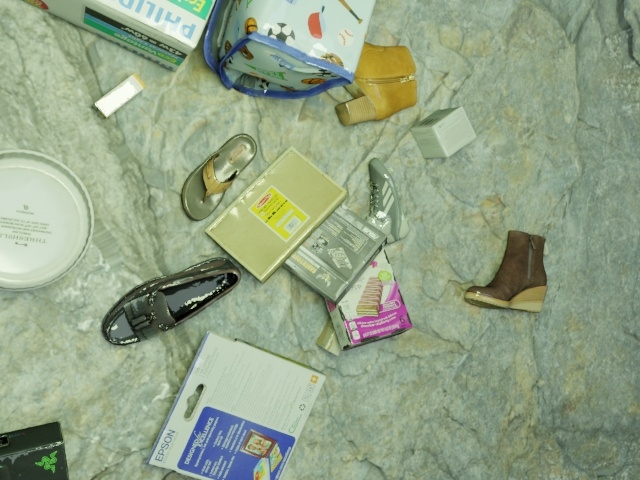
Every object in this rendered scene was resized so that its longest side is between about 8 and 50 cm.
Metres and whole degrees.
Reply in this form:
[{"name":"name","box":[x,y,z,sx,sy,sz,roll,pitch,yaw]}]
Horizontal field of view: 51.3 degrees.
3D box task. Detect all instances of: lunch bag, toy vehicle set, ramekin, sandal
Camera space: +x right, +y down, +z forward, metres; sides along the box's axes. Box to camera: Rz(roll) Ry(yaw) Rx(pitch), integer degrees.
[{"name":"lunch bag","box":[-0.062,-0.451,1.257,0.239,0.385,0.327,20,87,-21]},{"name":"toy vehicle set","box":[-0.092,-0.057,1.418,0.166,0.035,0.267,42,79,15]},{"name":"ramekin","box":[-0.551,-0.034,1.221,0.273,0.127,0.272,-2,95,-24]},{"name":"sandal","box":[-0.208,-0.137,1.400,0.219,0.060,0.090,-48,111,-13]}]

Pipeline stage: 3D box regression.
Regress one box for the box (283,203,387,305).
[{"name":"box","box":[0.000,0.000,1.446,0.231,0.056,0.183,36,78,12]}]

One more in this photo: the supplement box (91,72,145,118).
[{"name":"supplement box","box":[-0.395,-0.281,1.302,0.098,0.062,0.036,-43,111,-15]}]

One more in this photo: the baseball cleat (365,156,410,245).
[{"name":"baseball cleat","box":[0.139,-0.086,1.555,0.110,0.072,0.205,-28,102,-13]}]

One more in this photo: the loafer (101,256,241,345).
[{"name":"loafer","box":[-0.301,0.122,1.364,0.303,0.095,0.109,-28,105,-19]}]

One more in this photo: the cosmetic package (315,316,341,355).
[{"name":"cosmetic package","box":[0.041,0.203,1.545,0.041,0.060,0.115,32,80,-22]}]

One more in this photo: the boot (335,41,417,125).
[{"name":"boot","box":[0.106,-0.417,1.502,0.211,0.104,0.295,-26,110,-25]}]

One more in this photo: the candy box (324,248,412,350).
[{"name":"candy box","box":[0.091,0.112,1.502,0.159,0.071,0.233,-13,73,-23]}]

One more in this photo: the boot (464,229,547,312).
[{"name":"boot","box":[0.482,0.076,1.732,0.249,0.090,0.206,8,79,-23]}]

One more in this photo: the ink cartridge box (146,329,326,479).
[{"name":"ink cartridge box","box":[-0.181,0.379,1.461,0.307,0.072,0.303,27,85,-22]}]

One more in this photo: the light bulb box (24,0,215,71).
[{"name":"light bulb box","box":[-0.341,-0.559,1.205,0.358,0.225,0.360,22,85,-20]}]

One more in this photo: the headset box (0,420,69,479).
[{"name":"headset box","box":[-0.595,0.498,1.249,0.247,0.131,0.282,-7,97,-24]}]

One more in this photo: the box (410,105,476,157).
[{"name":"box","box":[0.293,-0.256,1.590,0.102,0.101,0.087,-35,108,-17]}]
